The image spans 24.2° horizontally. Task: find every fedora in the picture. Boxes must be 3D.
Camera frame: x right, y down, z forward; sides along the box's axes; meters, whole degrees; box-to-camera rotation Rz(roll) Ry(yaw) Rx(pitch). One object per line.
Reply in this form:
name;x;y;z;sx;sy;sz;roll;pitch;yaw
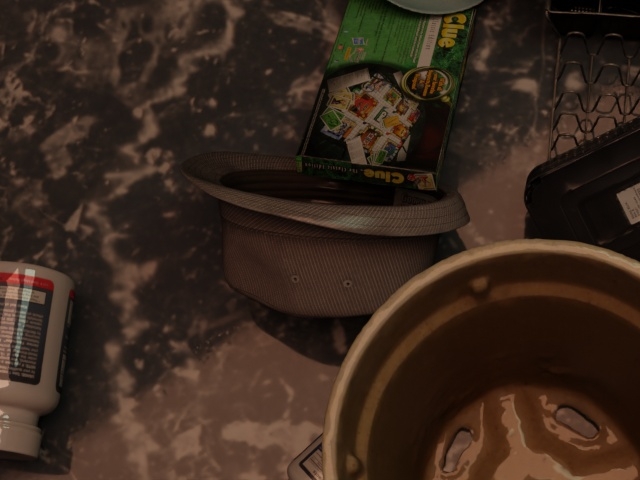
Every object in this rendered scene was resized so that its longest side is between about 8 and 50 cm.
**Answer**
fedora;0.000;0.000;1.421;0.275;0.244;0.124;6;103;2

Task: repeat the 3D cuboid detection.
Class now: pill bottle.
pill bottle;-0.303;0.119;1.456;0.108;0.108;0.180;3;74;8
pill bottle;0.011;0.218;1.408;0.120;0.067;0.067;-42;73;-6

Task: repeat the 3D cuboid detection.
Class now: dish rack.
dish rack;0.317;-0.117;1.468;0.208;0.074;0.271;5;75;10

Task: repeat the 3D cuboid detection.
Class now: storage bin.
storage bin;0.290;-0.041;1.390;0.180;0.084;0.122;-26;95;14

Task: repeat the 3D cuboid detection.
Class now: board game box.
board game box;0.069;-0.150;1.469;0.136;0.030;0.260;6;45;11

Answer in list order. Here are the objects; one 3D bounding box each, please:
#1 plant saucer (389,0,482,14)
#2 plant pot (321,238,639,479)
plant saucer;0.105;-0.319;1.555;0.195;0.037;0.195;4;74;-14
plant pot;0.185;0.200;1.267;0.334;0.305;0.334;-2;73;7
